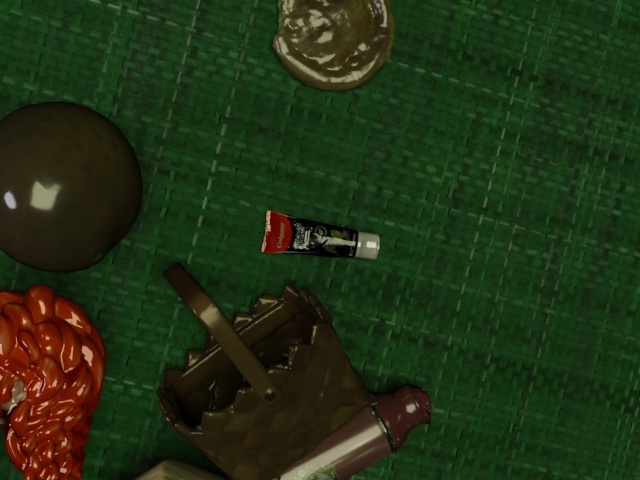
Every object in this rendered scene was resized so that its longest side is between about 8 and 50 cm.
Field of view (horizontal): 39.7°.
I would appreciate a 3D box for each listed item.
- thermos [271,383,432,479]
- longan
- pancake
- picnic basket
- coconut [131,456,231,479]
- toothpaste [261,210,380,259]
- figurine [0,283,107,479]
[{"bbox_3d":[0.030,0.324,1.465,0.330,0.109,0.136,-27,90,-9],"label":"thermos"},{"bbox_3d":[-0.381,-0.075,1.292,0.258,0.258,0.257,-1,93,-11],"label":"longan"},{"bbox_3d":[0.023,-0.367,1.464,0.223,0.042,0.236,22,88,-9],"label":"pancake"},{"bbox_3d":[-0.116,0.178,1.353,0.291,0.254,0.321,-38,110,-8],"label":"picnic basket"},{"bbox_3d":[-0.209,0.472,1.331,0.329,0.329,0.328,-1,93,-11],"label":"coconut"},{"bbox_3d":[0.000,0.000,1.480,0.194,0.045,0.071,9,91,-6],"label":"toothpaste"},{"bbox_3d":[-0.502,0.250,1.281,0.412,0.241,0.306,-22,86,-17],"label":"figurine"}]
